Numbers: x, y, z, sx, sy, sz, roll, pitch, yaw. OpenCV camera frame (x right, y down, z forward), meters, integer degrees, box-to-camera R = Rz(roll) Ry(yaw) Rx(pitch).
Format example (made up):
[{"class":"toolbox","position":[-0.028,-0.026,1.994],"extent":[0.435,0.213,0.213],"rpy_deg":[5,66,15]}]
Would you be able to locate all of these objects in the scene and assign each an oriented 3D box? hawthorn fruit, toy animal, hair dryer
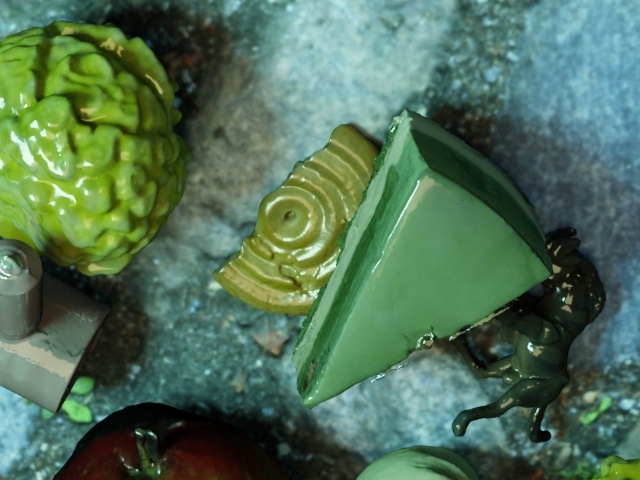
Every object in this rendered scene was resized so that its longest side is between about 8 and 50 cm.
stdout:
[{"class":"hawthorn fruit","position":[-0.147,0.315,1.839],"extent":[0.316,0.316,0.316],"rpy_deg":[3,113,8]},{"class":"toy animal","position":[0.205,0.104,1.791],"extent":[0.148,0.084,0.233],"rpy_deg":[2,110,-7]},{"class":"hair dryer","position":[-0.315,0.045,1.741],"extent":[0.210,0.352,0.125],"rpy_deg":[28,72,-1]}]

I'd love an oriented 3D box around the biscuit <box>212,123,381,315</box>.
[{"class":"biscuit","position":[0.000,0.001,1.813],"extent":[0.144,0.033,0.224],"rpy_deg":[40,114,-8]}]

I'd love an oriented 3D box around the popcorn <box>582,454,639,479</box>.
[{"class":"popcorn","position":[0.338,0.331,1.793],"extent":[0.249,0.225,0.249],"rpy_deg":[1,114,3]}]

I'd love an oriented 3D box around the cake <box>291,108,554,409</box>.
[{"class":"cake","position":[0.052,0.012,1.714],"extent":[0.283,0.158,0.172],"rpy_deg":[-32,111,13]}]

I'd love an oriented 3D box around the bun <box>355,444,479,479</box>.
[{"class":"bun","position":[0.127,0.331,1.824],"extent":[0.160,0.259,0.259],"rpy_deg":[-18,109,11]}]

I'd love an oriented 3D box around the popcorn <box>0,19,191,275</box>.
[{"class":"popcorn","position":[-0.231,-0.094,1.710],"extent":[0.212,0.259,0.259],"rpy_deg":[-43,103,-15]}]
